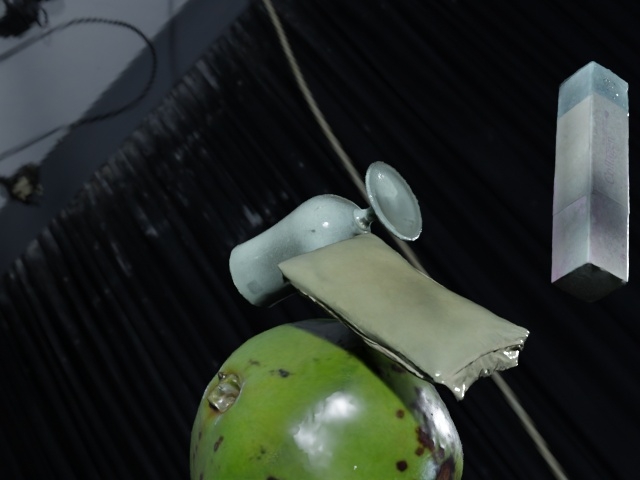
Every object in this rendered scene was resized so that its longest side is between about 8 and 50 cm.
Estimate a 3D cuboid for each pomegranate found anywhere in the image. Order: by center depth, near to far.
[{"bbox_3d":[0.014,0.200,0.946,0.271,0.254,0.254,36,110,-11],"label":"pomegranate"}]

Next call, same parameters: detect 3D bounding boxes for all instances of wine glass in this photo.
[{"bbox_3d":[0.000,0.000,1.270,0.231,0.103,0.103,-27,155,31],"label":"wine glass"}]

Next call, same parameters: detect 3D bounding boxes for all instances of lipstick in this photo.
[{"bbox_3d":[0.330,-0.078,1.294,0.066,0.317,0.068,27,141,-21],"label":"lipstick"}]

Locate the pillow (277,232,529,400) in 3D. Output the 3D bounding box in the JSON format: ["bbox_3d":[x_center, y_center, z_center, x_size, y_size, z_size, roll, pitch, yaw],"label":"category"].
[{"bbox_3d":[0.068,0.055,0.868,0.119,0.208,0.053,-12,125,-44],"label":"pillow"}]
